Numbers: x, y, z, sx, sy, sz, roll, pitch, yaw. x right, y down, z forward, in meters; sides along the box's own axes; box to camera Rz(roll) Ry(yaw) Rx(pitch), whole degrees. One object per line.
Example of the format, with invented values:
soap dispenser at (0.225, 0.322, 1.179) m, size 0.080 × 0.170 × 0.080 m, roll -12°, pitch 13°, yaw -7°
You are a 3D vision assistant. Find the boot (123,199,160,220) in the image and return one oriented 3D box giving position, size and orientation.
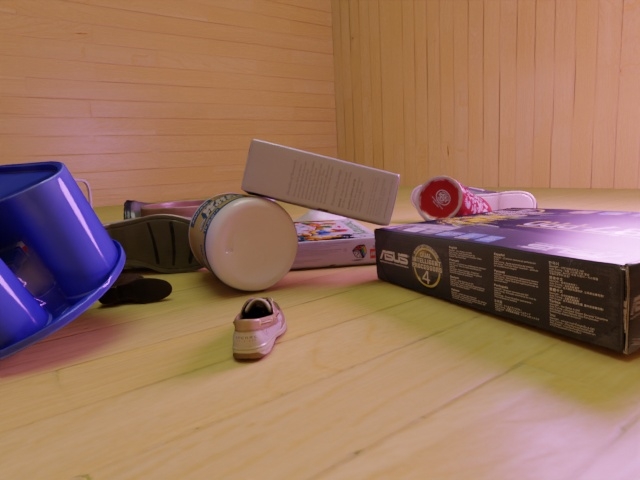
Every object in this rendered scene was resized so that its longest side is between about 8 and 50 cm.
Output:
boot at (-0.412, -0.059, 1.317) m, size 0.222 × 0.118 × 0.338 m, roll 1°, pitch 13°, yaw -10°

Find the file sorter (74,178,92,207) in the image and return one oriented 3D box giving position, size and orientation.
file sorter at (-0.682, -0.046, 1.072) m, size 0.277 × 0.193 × 0.173 m, roll -2°, pitch 6°, yaw 5°

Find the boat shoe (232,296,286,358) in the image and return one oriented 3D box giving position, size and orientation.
boat shoe at (-0.065, 0.085, 0.522) m, size 0.050 × 0.045 × 0.135 m, roll -2°, pitch 9°, yaw 1°

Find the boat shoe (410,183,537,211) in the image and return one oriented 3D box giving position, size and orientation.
boat shoe at (0.424, -0.095, 1.326) m, size 0.334 × 0.112 × 0.095 m, roll 7°, pitch -5°, yaw 22°

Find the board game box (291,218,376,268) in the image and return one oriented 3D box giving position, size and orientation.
board game box at (0.000, 0.000, 0.993) m, size 0.192 × 0.053 × 0.305 m, roll -4°, pitch 9°, yaw -7°

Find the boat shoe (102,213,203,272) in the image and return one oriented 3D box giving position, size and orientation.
boat shoe at (-0.332, 0.001, 0.907) m, size 0.302 × 0.113 × 0.103 m, roll 1°, pitch 8°, yaw -2°

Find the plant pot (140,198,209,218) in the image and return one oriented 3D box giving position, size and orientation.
plant pot at (-0.308, -0.039, 1.151) m, size 0.237 × 0.110 × 0.237 m, roll -2°, pitch 10°, yaw 0°

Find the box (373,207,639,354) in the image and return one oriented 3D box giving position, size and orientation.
box at (0.313, 0.020, 0.652) m, size 0.318 × 0.097 × 0.395 m, roll -11°, pitch 11°, yaw -26°

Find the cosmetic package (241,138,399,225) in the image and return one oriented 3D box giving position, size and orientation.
cosmetic package at (-0.002, -0.088, 0.751) m, size 0.230 × 0.086 × 0.117 m, roll 12°, pitch 2°, yaw -4°

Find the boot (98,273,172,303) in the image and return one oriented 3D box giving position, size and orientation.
boot at (-0.280, 0.069, 0.732) m, size 0.106 × 0.037 × 0.114 m, roll -3°, pitch 5°, yaw -12°

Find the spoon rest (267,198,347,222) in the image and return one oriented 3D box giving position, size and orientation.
spoon rest at (-0.045, -0.069, 1.414) m, size 0.276 × 0.084 × 0.137 m, roll 16°, pitch 18°, yaw 24°

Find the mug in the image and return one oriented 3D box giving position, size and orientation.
mug at (0.276, -0.056, 0.924) m, size 0.150 × 0.113 × 0.169 m, roll 19°, pitch -1°, yaw 36°

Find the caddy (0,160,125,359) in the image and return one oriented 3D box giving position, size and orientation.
caddy at (-0.398, 0.034, 0.561) m, size 0.341 × 0.179 × 0.241 m, roll 3°, pitch 35°, yaw 32°

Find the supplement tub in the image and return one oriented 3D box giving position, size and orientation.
supplement tub at (-0.137, -0.005, 0.782) m, size 0.144 × 0.145 × 0.199 m, roll -7°, pitch 10°, yaw -26°
